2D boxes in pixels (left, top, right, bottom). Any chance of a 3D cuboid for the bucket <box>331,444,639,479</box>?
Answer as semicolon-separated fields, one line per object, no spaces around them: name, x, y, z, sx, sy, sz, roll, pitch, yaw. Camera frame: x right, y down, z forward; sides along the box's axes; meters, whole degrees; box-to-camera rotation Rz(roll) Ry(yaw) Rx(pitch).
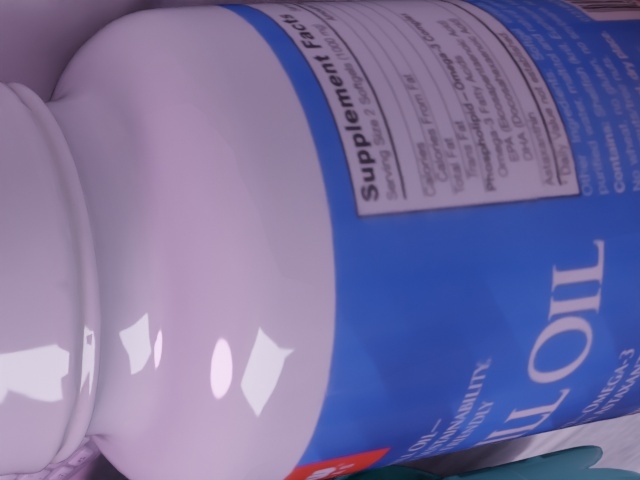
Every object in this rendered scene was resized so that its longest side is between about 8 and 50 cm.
bucket;0.056;0.230;0.644;0.183;0.281;0.281;-7;145;-16

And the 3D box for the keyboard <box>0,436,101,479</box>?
keyboard;-0.139;0.097;0.538;0.256;0.014;0.072;-40;147;22

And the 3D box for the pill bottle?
pill bottle;0.000;0.000;0.387;0.222;0.124;0.124;-7;145;-28
